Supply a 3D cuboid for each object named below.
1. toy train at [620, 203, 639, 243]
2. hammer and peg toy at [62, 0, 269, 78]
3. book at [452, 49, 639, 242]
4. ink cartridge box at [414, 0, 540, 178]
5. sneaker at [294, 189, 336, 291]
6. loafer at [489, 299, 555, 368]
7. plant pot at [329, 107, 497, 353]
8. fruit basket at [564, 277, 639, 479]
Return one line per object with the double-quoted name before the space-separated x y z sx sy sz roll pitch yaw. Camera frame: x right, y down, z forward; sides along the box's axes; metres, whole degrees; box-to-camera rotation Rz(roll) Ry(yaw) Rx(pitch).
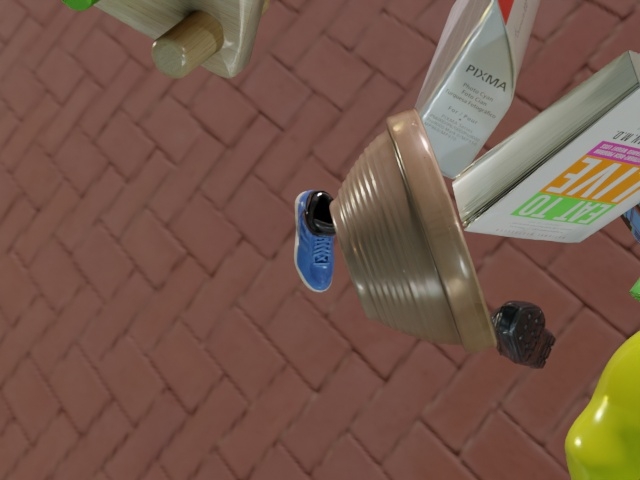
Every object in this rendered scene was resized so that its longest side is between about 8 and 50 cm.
"toy train" 0.327 -0.086 1.373 0.080 0.105 0.184 -18 52 -11
"hammer and peg toy" -0.186 -0.306 1.003 0.361 0.266 0.127 31 45 12
"book" 0.155 -0.047 0.725 0.144 0.096 0.035 -41 49 46
"ink cartridge box" 0.238 -0.297 1.515 0.385 0.091 0.308 -56 8 46
"sneaker" -0.001 0.000 1.935 0.084 0.058 0.152 171 96 -70
"loafer" 0.245 0.118 1.684 0.078 0.223 0.076 22 83 21
"plant pot" 0.078 0.004 1.239 0.110 0.237 0.237 -19 51 3
"fruit basket" 0.388 0.119 1.149 0.283 0.392 0.392 21 79 26
